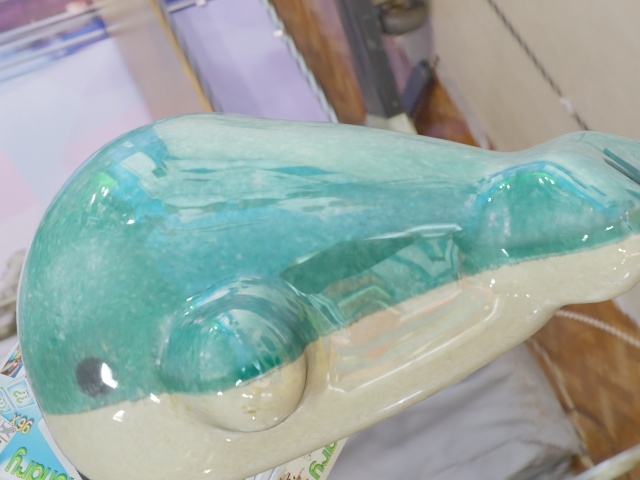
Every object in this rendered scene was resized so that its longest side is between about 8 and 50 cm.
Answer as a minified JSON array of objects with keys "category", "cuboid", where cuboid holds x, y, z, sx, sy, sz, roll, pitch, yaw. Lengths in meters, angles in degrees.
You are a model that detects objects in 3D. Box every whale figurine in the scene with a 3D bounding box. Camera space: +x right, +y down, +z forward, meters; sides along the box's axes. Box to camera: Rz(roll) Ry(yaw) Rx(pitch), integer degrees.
[{"category":"whale figurine","cuboid":[0.000,0.000,0.474,0.141,0.272,0.216,67,-153,-6]}]

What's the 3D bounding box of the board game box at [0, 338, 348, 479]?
[{"category":"board game box","cuboid":[-0.114,0.110,0.813,0.305,0.193,0.053,9,151,43]}]
